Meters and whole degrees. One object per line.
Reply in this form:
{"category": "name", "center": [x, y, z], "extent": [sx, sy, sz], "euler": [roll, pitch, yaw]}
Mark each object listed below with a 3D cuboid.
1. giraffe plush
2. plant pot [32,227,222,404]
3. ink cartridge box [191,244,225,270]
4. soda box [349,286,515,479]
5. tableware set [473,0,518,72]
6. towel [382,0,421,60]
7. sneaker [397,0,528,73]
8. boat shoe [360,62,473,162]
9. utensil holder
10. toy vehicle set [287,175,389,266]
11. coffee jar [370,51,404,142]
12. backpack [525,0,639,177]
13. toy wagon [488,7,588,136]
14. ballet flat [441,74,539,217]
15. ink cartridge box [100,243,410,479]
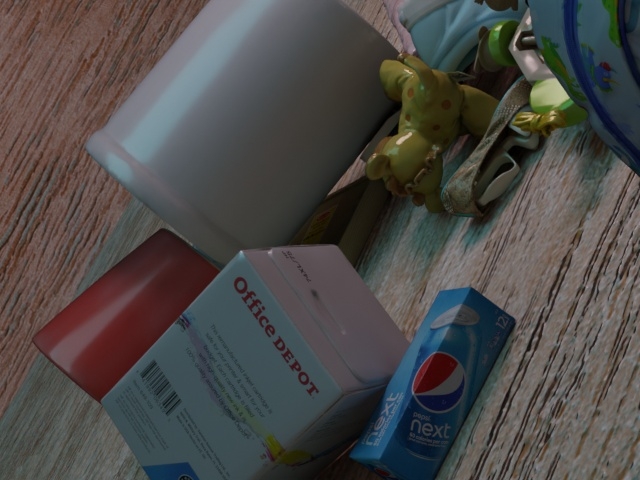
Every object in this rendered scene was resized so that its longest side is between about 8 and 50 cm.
{"category": "giraffe plush", "center": [0.135, -0.132, 1.782], "extent": [0.210, 0.181, 0.170], "euler": [124, 170, -89]}
{"category": "plant pot", "center": [-0.226, 0.134, 1.936], "extent": [0.243, 0.275, 0.275], "euler": [-51, 16, -8]}
{"category": "ink cartridge box", "center": [-0.193, 0.102, 2.208], "extent": [0.283, 0.117, 0.207], "euler": [-63, 7, -27]}
{"category": "soda box", "center": [0.118, 0.153, 1.425], "extent": [0.210, 0.067, 0.071], "euler": [-60, 18, -18]}
{"category": "tableware set", "center": [0.252, -0.281, 1.713], "extent": [0.020, 0.169, 0.141], "euler": [18, 109, 51]}
{"category": "towel", "center": [0.210, -0.433, 2.037], "extent": [0.317, 0.053, 0.332], "euler": [-53, 17, 18]}
{"category": "sneaker", "center": [0.294, -0.325, 1.818], "extent": [0.366, 0.150, 0.135], "euler": [-26, -5, 18]}
{"category": "boat shoe", "center": [0.162, -0.191, 1.940], "extent": [0.254, 0.079, 0.095], "euler": [-50, 1, 6]}
{"category": "utensil holder", "center": [-0.098, -0.183, 1.980], "extent": [0.385, 0.327, 0.327], "euler": [-52, 17, 1]}
{"category": "toy vehicle set", "center": [0.000, 0.000, 2.086], "extent": [0.267, 0.035, 0.166], "euler": [-25, 33, 58]}
{"category": "coffee jar", "center": [0.133, -0.235, 2.114], "extent": [0.184, 0.079, 0.096], "euler": [-48, 15, 23]}
{"category": "backpack", "center": [0.319, -0.151, 0.988], "extent": [0.290, 0.355, 0.273], "euler": [-53, 18, 1]}
{"category": "toy wagon", "center": [0.319, -0.248, 1.563], "extent": [0.267, 0.068, 0.344], "euler": [1, 57, 48]}
{"category": "ballet flat", "center": [0.229, -0.110, 1.672], "extent": [0.067, 0.073, 0.206], "euler": [29, 85, 46]}
{"category": "ink cartridge box", "center": [-0.062, 0.164, 1.535], "extent": [0.270, 0.198, 0.197], "euler": [-46, -21, 25]}
